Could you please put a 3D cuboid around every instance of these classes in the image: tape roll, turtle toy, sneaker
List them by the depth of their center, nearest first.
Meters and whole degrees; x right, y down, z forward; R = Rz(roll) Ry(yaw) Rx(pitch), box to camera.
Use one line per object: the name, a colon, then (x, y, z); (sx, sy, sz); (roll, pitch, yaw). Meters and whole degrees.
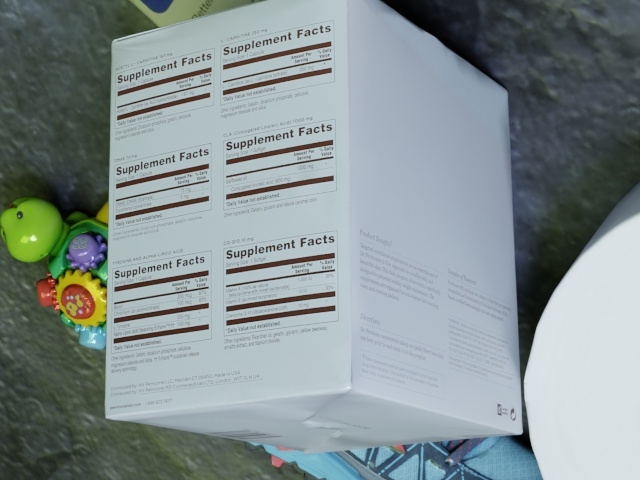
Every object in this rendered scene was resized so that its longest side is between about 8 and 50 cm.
tape roll: (0.260, 0.085, 0.843); (0.286, 0.100, 0.286); (10, 115, 23)
sneaker: (0.046, 0.100, 0.954); (0.262, 0.104, 0.125); (24, 118, 15)
turtle toy: (-0.157, 0.019, 1.040); (0.130, 0.066, 0.095); (45, 123, 2)

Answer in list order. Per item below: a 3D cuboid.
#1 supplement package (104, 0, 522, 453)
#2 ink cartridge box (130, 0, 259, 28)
supplement package: (0.000, 0.000, 0.833); (0.149, 0.194, 0.203); (-9, 73, 30)
ink cartridge box: (-0.124, -0.269, 0.898); (0.371, 0.069, 0.176); (42, 124, 1)
